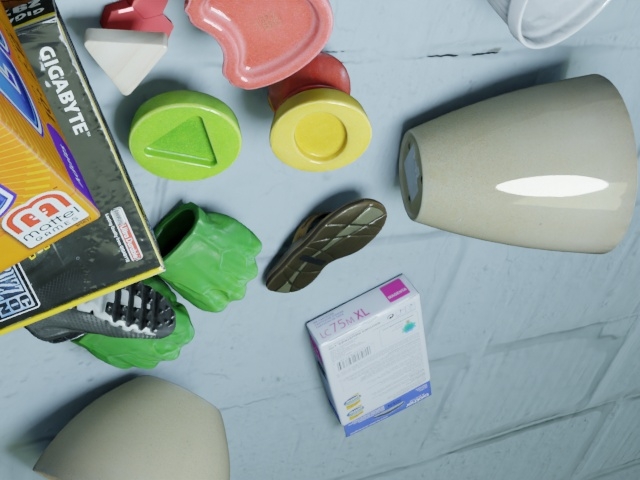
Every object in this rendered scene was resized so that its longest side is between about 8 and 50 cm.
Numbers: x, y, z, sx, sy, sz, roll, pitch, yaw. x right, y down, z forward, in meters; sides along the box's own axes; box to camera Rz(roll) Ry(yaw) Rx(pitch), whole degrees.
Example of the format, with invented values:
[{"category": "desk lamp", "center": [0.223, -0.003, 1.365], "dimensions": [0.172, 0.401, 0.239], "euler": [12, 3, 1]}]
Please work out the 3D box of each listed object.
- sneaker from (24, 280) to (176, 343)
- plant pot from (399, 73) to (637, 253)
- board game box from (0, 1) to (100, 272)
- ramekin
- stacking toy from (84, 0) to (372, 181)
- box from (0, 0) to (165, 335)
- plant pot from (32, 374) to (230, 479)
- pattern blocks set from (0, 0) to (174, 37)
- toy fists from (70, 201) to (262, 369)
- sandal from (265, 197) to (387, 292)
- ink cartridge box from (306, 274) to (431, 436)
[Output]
[{"category": "sneaker", "center": [-0.298, 0.085, 1.263], "dimensions": [0.234, 0.078, 0.106], "euler": [15, 139, -19]}, {"category": "plant pot", "center": [0.257, -0.098, 1.429], "dimensions": [0.274, 0.256, 0.256], "euler": [-4, 135, -9]}, {"category": "board game box", "center": [-0.436, -0.132, 0.703], "dimensions": [0.356, 0.356, 0.356], "euler": [-30, 156, 0]}, {"category": "ramekin", "center": [0.284, -0.347, 1.237], "dimensions": [0.207, 0.109, 0.207], "euler": [-32, 155, -17]}, {"category": "stacking toy", "center": [-0.100, -0.209, 1.161], "dimensions": [0.279, 0.130, 0.309], "euler": [-11, 142, 6]}, {"category": "box", "center": [-0.338, -0.062, 1.068], "dimensions": [0.257, 0.079, 0.322], "euler": [-20, 125, -6]}, {"category": "plant pot", "center": [-0.243, 0.310, 1.484], "dimensions": [0.191, 0.284, 0.284], "euler": [-64, 147, -20]}, {"category": "pattern blocks set", "center": [-0.234, -0.328, 0.983], "dimensions": [0.325, 0.026, 0.285], "euler": [10, 124, -41]}, {"category": "toy fists", "center": [-0.202, 0.068, 1.366], "dimensions": [0.279, 0.096, 0.142], "euler": [-43, 128, 13]}, {"category": "sandal", "center": [0.000, 0.000, 1.473], "dimensions": [0.090, 0.060, 0.219], "euler": [19, 132, -39]}, {"category": "ink cartridge box", "center": [0.091, 0.205, 1.741], "dimensions": [0.186, 0.065, 0.311], "euler": [-26, 139, -10]}]
